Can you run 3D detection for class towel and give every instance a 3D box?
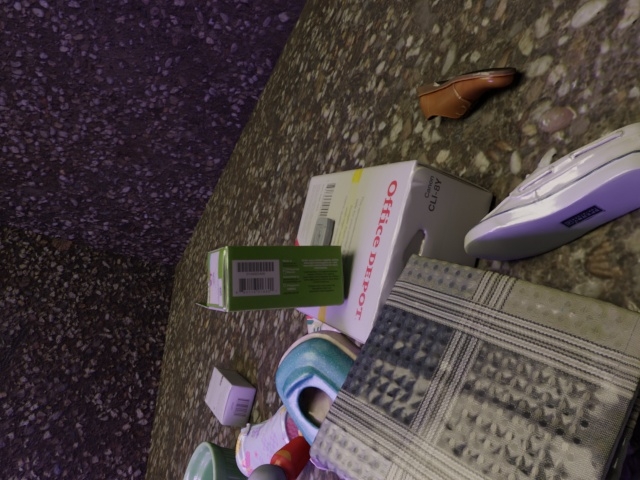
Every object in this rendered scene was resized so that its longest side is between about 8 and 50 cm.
[{"bbox_3d":[0.165,0.184,0.558,0.324,0.056,0.312,17,74,49],"label":"towel"}]

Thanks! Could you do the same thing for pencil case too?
[{"bbox_3d":[-0.087,0.430,1.070,0.273,0.114,0.124,-45,58,46],"label":"pencil case"}]

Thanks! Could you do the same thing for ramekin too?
[{"bbox_3d":[-0.240,0.659,1.208,0.303,0.148,0.303,-46,35,47],"label":"ramekin"}]

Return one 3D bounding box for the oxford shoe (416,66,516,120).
[{"bbox_3d":[0.256,-0.254,0.868,0.212,0.076,0.076,6,109,64],"label":"oxford shoe"}]

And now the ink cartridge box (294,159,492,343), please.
[{"bbox_3d":[0.092,0.025,0.894,0.385,0.160,0.279,9,84,67],"label":"ink cartridge box"}]

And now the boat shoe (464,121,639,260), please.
[{"bbox_3d":[0.291,-0.051,0.617,0.258,0.095,0.084,-29,43,44],"label":"boat shoe"}]

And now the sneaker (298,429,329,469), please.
[{"bbox_3d":[0.015,0.328,0.964,0.083,0.084,0.214,-32,46,44],"label":"sneaker"}]

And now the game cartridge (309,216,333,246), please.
[{"bbox_3d":[0.000,0.000,0.891,0.056,0.017,0.083,-169,94,-70],"label":"game cartridge"}]

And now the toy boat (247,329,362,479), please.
[{"bbox_3d":[-0.001,0.315,0.793,0.267,0.148,0.318,46,122,14],"label":"toy boat"}]

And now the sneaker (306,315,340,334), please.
[{"bbox_3d":[0.017,0.203,1.088,0.161,0.057,0.075,-6,85,63],"label":"sneaker"}]

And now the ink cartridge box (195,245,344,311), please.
[{"bbox_3d":[-0.101,0.065,0.842,0.255,0.189,0.097,169,100,-65],"label":"ink cartridge box"}]

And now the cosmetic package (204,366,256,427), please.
[{"bbox_3d":[-0.276,0.469,1.500,0.231,0.086,0.117,-3,71,64],"label":"cosmetic package"}]
